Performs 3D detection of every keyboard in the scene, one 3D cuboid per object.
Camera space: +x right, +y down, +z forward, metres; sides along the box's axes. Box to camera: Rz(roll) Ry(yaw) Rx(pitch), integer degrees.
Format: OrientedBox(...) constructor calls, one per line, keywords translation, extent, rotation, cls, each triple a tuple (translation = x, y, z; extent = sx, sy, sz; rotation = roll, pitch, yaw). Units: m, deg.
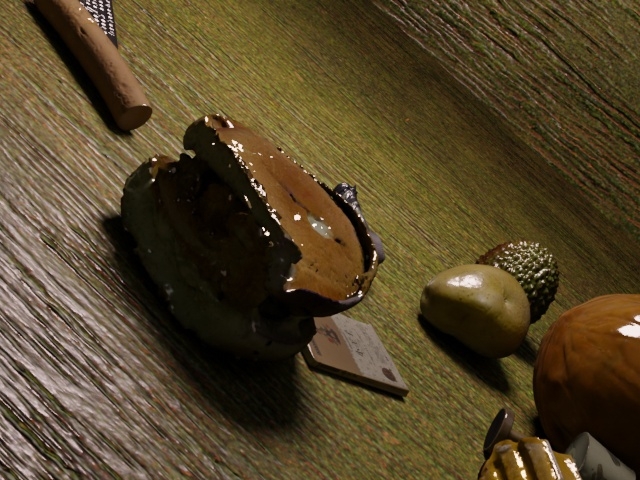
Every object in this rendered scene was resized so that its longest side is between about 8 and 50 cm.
OrientedBox(translation=(-0.377, -0.391, 2.329), extent=(0.101, 0.018, 0.310), rotation=(31, 23, -27), cls="keyboard")

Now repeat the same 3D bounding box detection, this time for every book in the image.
OrientedBox(translation=(0.032, 0.147, 1.997), extent=(0.198, 0.016, 0.138), rotation=(23, 27, -42), cls="book")

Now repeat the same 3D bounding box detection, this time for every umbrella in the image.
OrientedBox(translation=(0.054, -0.028, 2.358), extent=(0.050, 0.046, 0.188), rotation=(37, 24, -36), cls="umbrella")

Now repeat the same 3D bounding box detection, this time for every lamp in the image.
OrientedBox(translation=(0.345, 0.326, 2.077), extent=(0.214, 0.121, 0.121), rotation=(27, 22, -4), cls="lamp")

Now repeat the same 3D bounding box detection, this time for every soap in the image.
OrientedBox(translation=(0.264, 0.358, 1.788), extent=(0.080, 0.160, 0.257), rotation=(35, 22, -25), cls="soap")

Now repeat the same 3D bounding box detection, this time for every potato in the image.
OrientedBox(translation=(0.249, 0.109, 2.320), extent=(0.194, 0.157, 0.157), rotation=(15, 31, -27), cls="potato")

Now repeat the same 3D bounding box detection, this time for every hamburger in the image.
OrientedBox(translation=(-0.079, 0.004, 1.827), extent=(0.277, 0.195, 0.318), rotation=(17, 34, -55), cls="hamburger")

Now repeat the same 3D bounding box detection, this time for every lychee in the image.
OrientedBox(translation=(0.344, 0.077, 2.504), extent=(0.171, 0.171, 0.171), rotation=(36, 21, -16), cls="lychee")

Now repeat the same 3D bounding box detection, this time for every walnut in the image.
OrientedBox(translation=(0.509, 0.260, 2.232), extent=(0.398, 0.308, 0.354), rotation=(43, -17, -4), cls="walnut")

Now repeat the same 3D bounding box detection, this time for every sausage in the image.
OrientedBox(translation=(-0.339, -0.280, 2.113), extent=(0.066, 0.066, 0.301), rotation=(10, 38, -56), cls="sausage")

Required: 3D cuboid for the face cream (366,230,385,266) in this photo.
OrientedBox(translation=(0.000, 0.000, 2.132), extent=(0.311, 0.092, 0.092), rotation=(17, 32, -52), cls="face cream")
